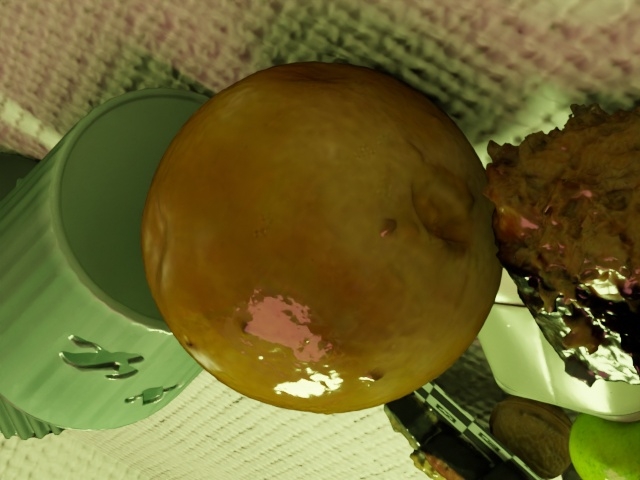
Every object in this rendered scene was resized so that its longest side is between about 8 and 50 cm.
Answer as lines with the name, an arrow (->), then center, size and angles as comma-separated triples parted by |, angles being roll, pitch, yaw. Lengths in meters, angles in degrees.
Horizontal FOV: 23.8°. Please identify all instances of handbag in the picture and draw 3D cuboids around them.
handbag -> 0.234, 0.040, 1.519 | 0.241, 0.109, 0.315 | 11, 140, 33

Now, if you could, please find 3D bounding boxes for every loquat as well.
loquat -> 0.000, 0.000, 1.341 | 0.328, 0.328, 0.328 | 23, 158, 10

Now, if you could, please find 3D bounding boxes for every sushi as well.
sushi -> 0.190, 0.299, 1.946 | 0.343, 0.064, 0.359 | 42, 169, 8
sushi -> 0.292, 0.022, 1.174 | 0.349, 0.234, 0.207 | 1, 146, 41

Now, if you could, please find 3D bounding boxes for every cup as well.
cup -> -0.178, 0.008, 1.681 | 0.310, 0.401, 0.392 | 61, 152, 4

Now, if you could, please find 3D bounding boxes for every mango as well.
mango -> 0.378, 0.244, 1.663 | 0.273, 0.149, 0.185 | 30, -171, -26

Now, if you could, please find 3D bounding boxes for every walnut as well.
walnut -> 0.263, 0.241, 1.879 | 0.124, 0.105, 0.105 | 45, 155, -10

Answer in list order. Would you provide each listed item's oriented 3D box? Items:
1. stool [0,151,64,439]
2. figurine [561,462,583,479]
stool -> -0.414, 0.071, 2.035 | 0.297, 0.297, 0.330 | 21, 154, 15
figurine -> 0.381, 0.366, 2.001 | 0.145, 0.182, 0.256 | -23, 135, 7
